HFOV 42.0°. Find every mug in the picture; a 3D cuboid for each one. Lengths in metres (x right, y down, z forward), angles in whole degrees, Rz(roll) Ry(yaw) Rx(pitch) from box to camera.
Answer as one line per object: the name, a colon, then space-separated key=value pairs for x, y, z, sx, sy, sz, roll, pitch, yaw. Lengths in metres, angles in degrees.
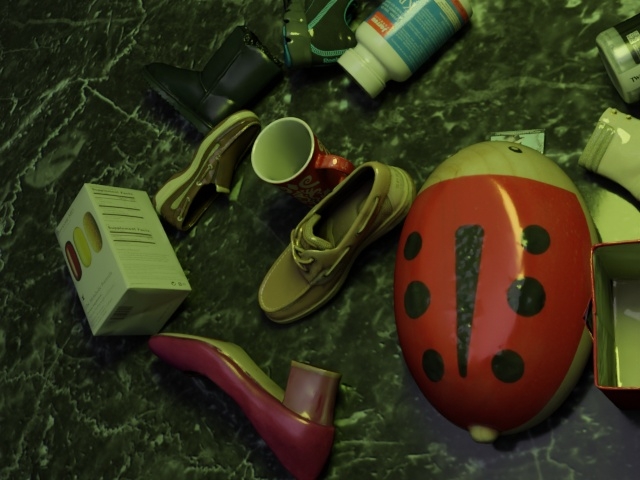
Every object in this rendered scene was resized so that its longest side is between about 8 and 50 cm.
mug: x=-0.014 y=-0.106 z=1.374 sx=0.113 sy=0.169 sz=0.150 roll=-49 pitch=59 yaw=2

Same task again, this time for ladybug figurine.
ladybug figurine: x=0.235 y=0.057 z=1.182 sx=0.305 sy=0.162 sz=0.448 roll=-7 pitch=71 yaw=27

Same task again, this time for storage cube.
storage cube: x=0.450 y=0.110 z=1.044 sx=0.215 sy=0.193 sz=0.183 roll=-5 pitch=69 yaw=26

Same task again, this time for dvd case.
dvd case: x=0.306 y=-0.116 z=1.307 sx=0.087 sy=0.013 sz=0.119 roll=0 pitch=71 yaw=27

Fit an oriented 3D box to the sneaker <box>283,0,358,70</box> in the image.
sneaker: x=-0.001 y=-0.457 z=1.551 sx=0.140 sy=0.125 sz=0.340 roll=-1 pitch=66 yaw=-2

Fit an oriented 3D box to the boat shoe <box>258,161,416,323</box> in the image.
boat shoe: x=0.000 y=0.000 z=1.337 sx=0.341 sy=0.110 sz=0.121 roll=-48 pitch=55 yaw=20

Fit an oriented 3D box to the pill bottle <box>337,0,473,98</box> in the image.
pill bottle: x=0.138 y=-0.349 z=1.414 sx=0.221 sy=0.124 sz=0.124 roll=-44 pitch=58 yaw=6

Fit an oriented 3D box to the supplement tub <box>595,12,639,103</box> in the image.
supplement tub: x=0.510 y=-0.290 z=1.207 sx=0.191 sy=0.117 sz=0.116 roll=-26 pitch=62 yaw=17

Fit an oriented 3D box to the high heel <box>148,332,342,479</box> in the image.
high heel: x=-0.147 y=0.259 z=1.339 sx=0.377 sy=0.127 sz=0.181 roll=9 pitch=82 yaw=34

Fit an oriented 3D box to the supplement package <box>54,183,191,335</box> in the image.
supplement package: x=-0.359 y=0.035 z=1.497 sx=0.139 sy=0.134 sz=0.244 roll=-50 pitch=55 yaw=29

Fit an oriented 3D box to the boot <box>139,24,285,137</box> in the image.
boot: x=-0.206 y=-0.326 z=1.595 sx=0.246 sy=0.094 sz=0.207 roll=42 pitch=97 yaw=25

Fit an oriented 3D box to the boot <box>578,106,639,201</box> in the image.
boot: x=0.491 y=-0.156 z=1.192 sx=0.165 sy=0.077 sz=0.213 roll=40 pitch=95 yaw=34

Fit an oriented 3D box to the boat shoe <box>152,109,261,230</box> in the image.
boat shoe: x=-0.189 y=-0.120 z=1.523 sx=0.257 sy=0.095 sz=0.095 roll=-46 pitch=67 yaw=15
